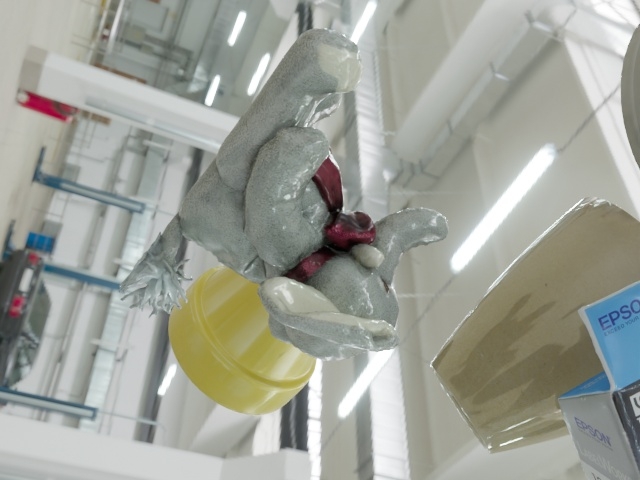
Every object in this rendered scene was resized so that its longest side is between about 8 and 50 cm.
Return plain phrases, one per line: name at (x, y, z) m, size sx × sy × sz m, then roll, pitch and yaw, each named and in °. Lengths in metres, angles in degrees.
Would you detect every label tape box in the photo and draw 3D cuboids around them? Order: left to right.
label tape box at (0.363, 0.152, 0.670) m, size 0.348 × 0.249 × 0.115 m, roll 66°, pitch -11°, yaw -12°

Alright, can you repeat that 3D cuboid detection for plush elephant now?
plush elephant at (0.000, 0.000, 0.725) m, size 0.330 × 0.255 × 0.272 m, roll -53°, pitch -175°, yaw -6°

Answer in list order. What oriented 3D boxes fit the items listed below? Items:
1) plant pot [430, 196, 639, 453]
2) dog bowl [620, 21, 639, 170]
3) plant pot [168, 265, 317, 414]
plant pot at (0.282, 0.130, 0.889) m, size 0.274 × 0.256 × 0.256 m, roll -34°, pitch -159°, yaw -1°
dog bowl at (0.532, -0.159, 0.878) m, size 0.102 × 0.348 × 0.349 m, roll 156°, pitch -51°, yaw -68°
plant pot at (-0.080, 0.113, 1.192) m, size 0.239 × 0.254 × 0.254 m, roll -47°, pitch -152°, yaw 29°
